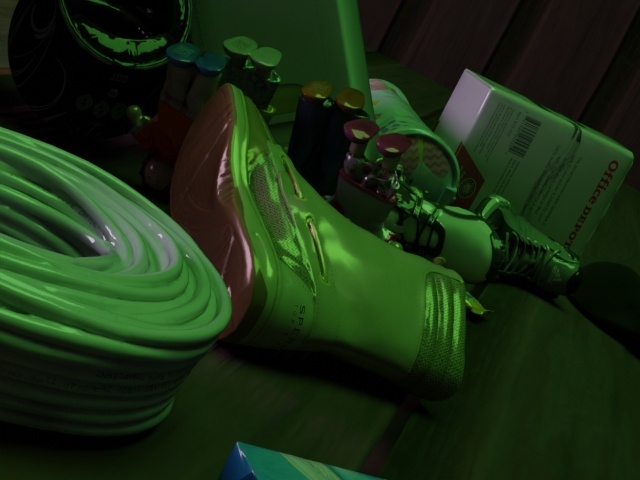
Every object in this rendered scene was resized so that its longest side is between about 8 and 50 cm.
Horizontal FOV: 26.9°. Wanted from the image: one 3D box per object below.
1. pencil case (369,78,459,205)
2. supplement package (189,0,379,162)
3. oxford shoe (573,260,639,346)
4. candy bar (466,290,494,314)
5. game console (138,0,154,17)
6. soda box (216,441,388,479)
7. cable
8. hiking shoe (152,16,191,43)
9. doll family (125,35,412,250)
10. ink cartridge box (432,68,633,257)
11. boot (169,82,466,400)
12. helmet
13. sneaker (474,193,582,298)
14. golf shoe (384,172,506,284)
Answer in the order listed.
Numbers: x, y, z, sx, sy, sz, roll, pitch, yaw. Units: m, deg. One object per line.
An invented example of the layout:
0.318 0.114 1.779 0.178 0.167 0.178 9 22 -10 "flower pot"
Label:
0.083 -0.108 1.601 0.124 0.113 0.273 44 8 -18 "pencil case"
-0.035 -0.193 1.298 0.145 0.262 0.204 -8 11 8 "supplement package"
0.361 0.091 1.532 0.076 0.076 0.212 55 -7 -35 "oxford shoe"
0.095 0.031 1.304 0.161 0.018 0.040 32 14 17 "candy bar"
-0.213 -0.292 1.862 0.213 0.044 0.361 11 21 -49 "game console"
0.045 0.161 0.625 0.210 0.067 0.071 20 15 -29 "soda box"
-0.177 0.010 0.718 0.257 0.089 0.257 14 20 -47 "cable"
-0.112 -0.185 1.516 0.132 0.113 0.304 12 -10 40 "hiking shoe"
-0.034 -0.069 1.149 0.263 0.163 0.118 25 34 8 "doll family"
0.264 -0.095 1.762 0.237 0.172 0.100 22 15 -23 "ink cartridge box"
0.000 0.000 1.006 0.203 0.095 0.262 20 30 -28 "boot"
-0.199 -0.173 1.190 0.169 0.161 0.169 12 63 -25 "helmet"
0.230 0.014 1.490 0.132 0.086 0.228 33 14 14 "sneaker"
0.100 -0.008 1.371 0.094 0.077 0.198 -1 23 -42 "golf shoe"
